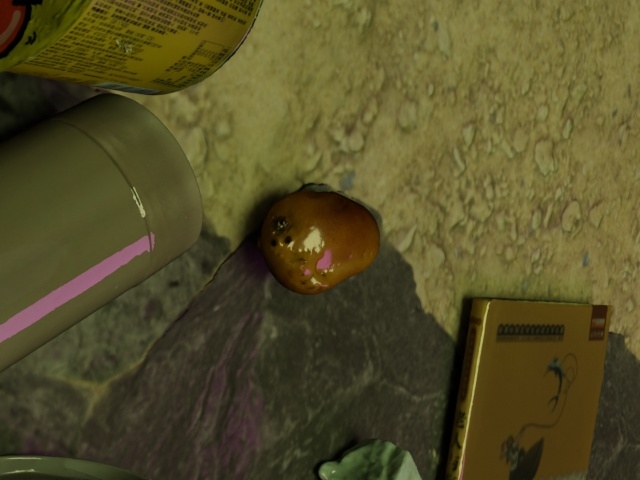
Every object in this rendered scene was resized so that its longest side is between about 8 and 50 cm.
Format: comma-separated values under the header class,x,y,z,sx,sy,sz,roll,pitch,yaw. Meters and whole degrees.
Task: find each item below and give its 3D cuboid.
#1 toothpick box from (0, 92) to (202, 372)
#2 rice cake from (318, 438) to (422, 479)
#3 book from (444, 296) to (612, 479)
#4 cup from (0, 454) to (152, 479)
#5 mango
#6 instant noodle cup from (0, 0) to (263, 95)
class,x,y,z,sx,sy,sz,roll,pitch,yaw
toothpick box,-0.164,0.001,0.623,0.181,0.111,0.111,-36,123,-38
rice cake,0.069,0.253,0.977,0.069,0.063,0.206,-49,131,-34
book,0.202,0.250,1.153,0.269,0.032,0.388,4,95,-50
cup,-0.177,0.210,0.634,0.173,0.134,0.142,4,96,-50
mango,0.000,0.000,0.848,0.127,0.063,0.077,-5,96,-54
instant noodle cup,-0.122,-0.160,0.602,0.144,0.182,0.182,13,88,-59
